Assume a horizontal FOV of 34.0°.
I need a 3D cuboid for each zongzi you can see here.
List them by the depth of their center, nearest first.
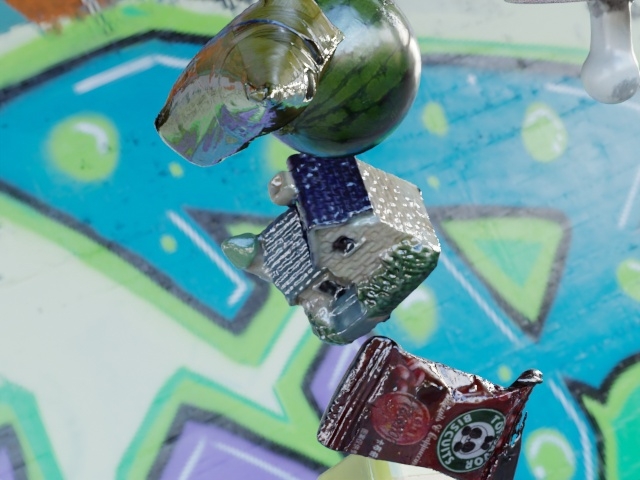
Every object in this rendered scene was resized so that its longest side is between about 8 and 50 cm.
[{"bbox_3d":[-0.105,-0.137,1.144,0.260,0.123,0.289,-38,19,30],"label":"zongzi"}]

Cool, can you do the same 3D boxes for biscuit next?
[{"bbox_3d":[0.129,0.189,1.140,0.235,0.151,0.063,15,23,-18],"label":"biscuit"}]

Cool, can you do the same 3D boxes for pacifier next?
[{"bbox_3d":[0.445,-0.364,1.595,0.332,0.220,0.273,-8,-37,-8],"label":"pacifier"}]

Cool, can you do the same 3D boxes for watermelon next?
[{"bbox_3d":[0.015,-0.229,1.398,0.242,0.242,0.242,-25,-4,-2],"label":"watermelon"}]

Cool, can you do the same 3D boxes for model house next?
[{"bbox_3d":[0.000,-0.002,1.835,0.284,0.243,0.298,28,-58,-33],"label":"model house"}]

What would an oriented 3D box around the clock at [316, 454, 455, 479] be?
[{"bbox_3d":[0.097,0.351,1.510,0.143,0.096,0.202,5,-33,-29],"label":"clock"}]
